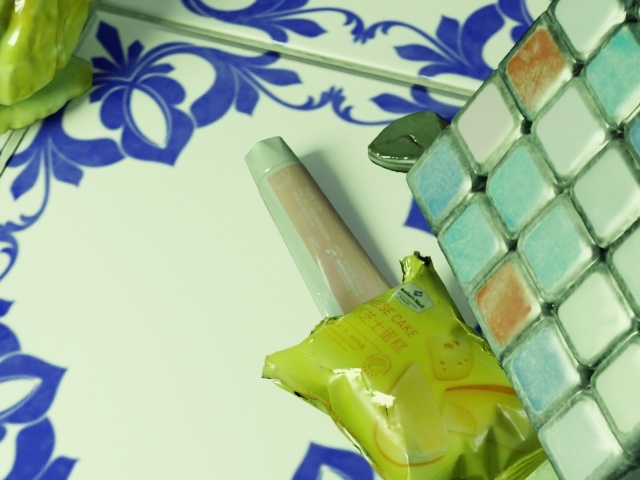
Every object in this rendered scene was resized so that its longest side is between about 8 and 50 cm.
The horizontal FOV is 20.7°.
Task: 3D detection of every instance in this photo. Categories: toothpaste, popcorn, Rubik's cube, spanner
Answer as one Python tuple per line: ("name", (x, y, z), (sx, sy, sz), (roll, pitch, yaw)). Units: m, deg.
("toothpaste", (0.000, 0.000, 1.401), (0.067, 0.043, 0.194), (-24, 62, -13))
("popcorn", (-0.307, -0.230, 1.482), (0.276, 0.225, 0.276), (-1, 53, 2))
("Rubik's cube", (0.282, -0.016, 1.158), (0.293, 0.287, 0.292), (8, 45, -38))
("spanner", (0.199, -0.058, 1.424), (0.325, 0.026, 0.093), (5, 56, 8))

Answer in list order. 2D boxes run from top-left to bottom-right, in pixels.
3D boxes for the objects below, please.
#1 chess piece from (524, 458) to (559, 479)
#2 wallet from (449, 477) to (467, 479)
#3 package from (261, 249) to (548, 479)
("chess piece", (0.228, 0.250, 1.152), (0.133, 0.133, 0.243), (-35, 64, -16))
("wallet", (0.154, 0.322, 1.092), (0.323, 0.041, 0.247), (32, 97, 20))
("package", (0.076, 0.113, 1.280), (0.168, 0.090, 0.226), (-33, 56, -17))
